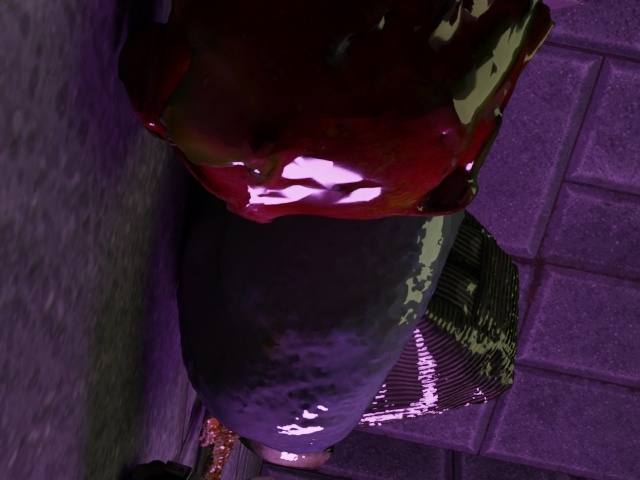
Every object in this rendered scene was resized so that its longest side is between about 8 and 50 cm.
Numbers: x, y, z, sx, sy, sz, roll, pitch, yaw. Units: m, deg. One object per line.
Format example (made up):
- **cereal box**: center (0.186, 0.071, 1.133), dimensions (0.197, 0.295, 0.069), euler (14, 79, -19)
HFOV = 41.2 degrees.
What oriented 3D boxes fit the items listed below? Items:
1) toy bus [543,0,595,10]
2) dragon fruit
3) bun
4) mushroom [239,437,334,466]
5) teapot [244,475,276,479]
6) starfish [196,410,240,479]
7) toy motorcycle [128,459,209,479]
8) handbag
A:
- **toy bus**: center (0.057, -0.209, 0.648), dimensions (0.317, 0.112, 0.138), euler (5, -79, 55)
- **dragon fruit**: center (0.016, -0.128, 0.443), dimensions (0.269, 0.200, 0.198), euler (-68, 165, 16)
- **bun**: center (0.000, 0.000, 0.760), dimensions (0.362, 0.211, 0.362), euler (-63, 176, -8)
- **mushroom**: center (-0.071, 0.290, 1.452), dimensions (0.164, 0.189, 0.267), euler (-63, -148, 33)
- **teapot**: center (-0.130, 0.502, 1.329), dimensions (0.208, 0.165, 0.300), euler (83, 25, -47)
- **starfish**: center (-0.101, 0.194, 1.181), dimensions (0.302, 0.084, 0.294), euler (90, 9, -48)
- **toy motorcycle**: center (-0.134, 0.292, 0.694), dimensions (0.157, 0.090, 0.263), euler (-62, 164, -56)
- **handbag**: center (0.061, 0.078, 1.070), dimensions (0.240, 0.340, 0.247), euler (44, 42, -37)
